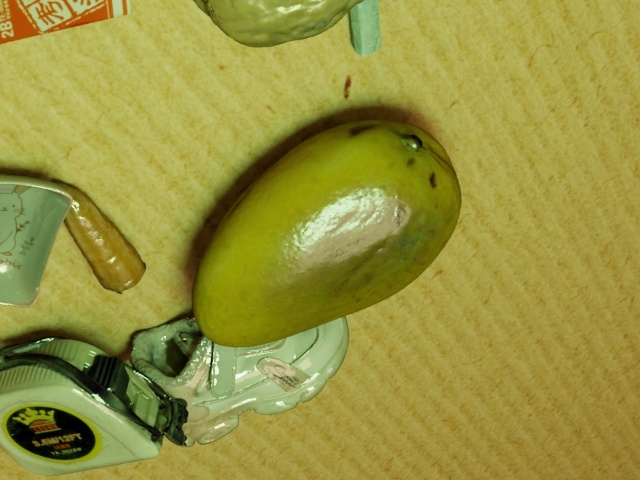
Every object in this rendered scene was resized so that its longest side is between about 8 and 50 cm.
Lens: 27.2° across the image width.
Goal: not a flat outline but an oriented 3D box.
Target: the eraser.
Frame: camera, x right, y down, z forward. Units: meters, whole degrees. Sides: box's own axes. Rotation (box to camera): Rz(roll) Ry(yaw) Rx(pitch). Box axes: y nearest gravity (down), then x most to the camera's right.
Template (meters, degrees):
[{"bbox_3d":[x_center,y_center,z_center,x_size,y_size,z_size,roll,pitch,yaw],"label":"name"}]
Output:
[{"bbox_3d":[-0.343,-0.314,1.560,0.230,0.038,0.157,-16,137,-16],"label":"eraser"}]

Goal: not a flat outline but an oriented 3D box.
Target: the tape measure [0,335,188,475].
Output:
[{"bbox_3d":[-0.363,0.232,1.975,0.271,0.133,0.231,-11,132,22],"label":"tape measure"}]

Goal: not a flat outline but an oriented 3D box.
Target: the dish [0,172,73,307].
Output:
[{"bbox_3d":[-0.437,-0.010,1.781,0.151,0.077,0.212,4,129,-31],"label":"dish"}]

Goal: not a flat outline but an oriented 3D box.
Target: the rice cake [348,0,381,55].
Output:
[{"bbox_3d":[0.052,-0.349,1.746,0.042,0.045,0.245,-19,138,-11],"label":"rice cake"}]

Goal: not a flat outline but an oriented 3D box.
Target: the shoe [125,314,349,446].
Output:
[{"bbox_3d":[-0.129,0.178,2.073,0.351,0.172,0.198,-32,136,0],"label":"shoe"}]

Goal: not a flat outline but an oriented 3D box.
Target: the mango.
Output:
[{"bbox_3d":[0.000,0.000,1.934,0.445,0.220,0.301,-36,142,10],"label":"mango"}]

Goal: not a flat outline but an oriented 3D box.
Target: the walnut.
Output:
[{"bbox_3d":[-0.042,-0.336,1.597,0.245,0.198,0.198,-21,139,5],"label":"walnut"}]

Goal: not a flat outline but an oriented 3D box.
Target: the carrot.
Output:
[{"bbox_3d":[-0.321,-0.014,1.861,0.072,0.072,0.205,-29,131,-1],"label":"carrot"}]
